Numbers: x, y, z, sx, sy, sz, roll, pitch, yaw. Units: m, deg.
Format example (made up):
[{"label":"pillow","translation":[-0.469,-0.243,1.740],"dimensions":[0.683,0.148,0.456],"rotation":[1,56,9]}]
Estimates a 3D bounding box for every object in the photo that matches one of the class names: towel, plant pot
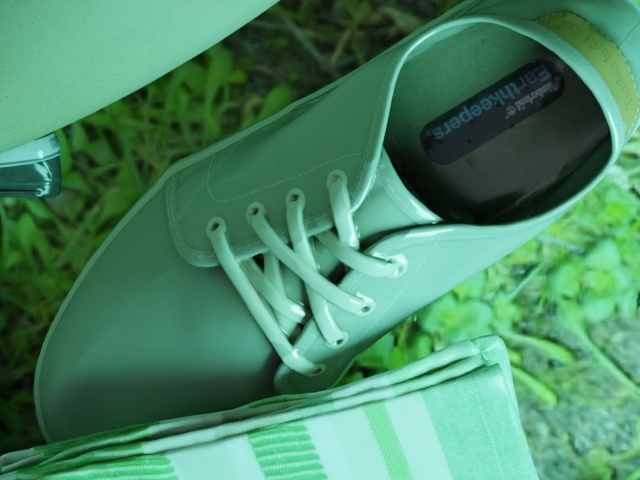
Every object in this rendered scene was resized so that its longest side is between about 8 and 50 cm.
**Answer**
[{"label":"towel","translation":[-0.023,0.187,1.180],"dimensions":[0.324,0.038,0.248],"rotation":[-14,125,6]},{"label":"plant pot","translation":[-0.144,-0.173,1.065],"dimensions":[0.256,0.256,0.274],"rotation":[44,123,-4]}]

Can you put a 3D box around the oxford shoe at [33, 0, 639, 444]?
[{"label":"oxford shoe","translation":[0.000,0.000,1.132],"dimensions":[0.449,0.130,0.169],"rotation":[-35,99,16]}]

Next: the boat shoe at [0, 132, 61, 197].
[{"label":"boat shoe","translation":[-0.228,-0.038,1.195],"dimensions":[0.142,0.049,0.040],"rotation":[-7,104,8]}]
